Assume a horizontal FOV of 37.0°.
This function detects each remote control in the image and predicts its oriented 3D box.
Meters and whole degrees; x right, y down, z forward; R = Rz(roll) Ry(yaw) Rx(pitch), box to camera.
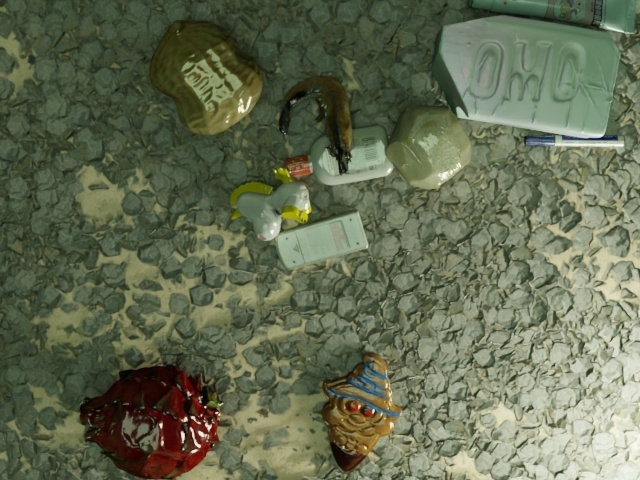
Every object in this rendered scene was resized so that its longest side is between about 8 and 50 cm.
[{"bbox_3d":[0.000,0.000,2.020,0.190,0.029,0.087,-17,100,5],"label":"remote control"}]

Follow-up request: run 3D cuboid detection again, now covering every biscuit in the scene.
[{"bbox_3d":[0.082,0.379,2.095,0.183,0.043,0.280,15,99,2],"label":"biscuit"}]

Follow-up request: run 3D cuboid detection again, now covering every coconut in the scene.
[{"bbox_3d":[0.212,-0.193,1.911,0.161,0.161,0.162,-39,96,9],"label":"coconut"}]

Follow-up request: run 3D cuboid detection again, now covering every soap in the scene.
[{"bbox_3d":[0.395,-0.330,1.890,0.347,0.115,0.208,10,95,0],"label":"soap"}]

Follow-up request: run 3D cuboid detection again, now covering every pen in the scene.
[{"bbox_3d":[0.521,-0.205,1.963,0.204,0.025,0.025,1,102,2],"label":"pen"}]

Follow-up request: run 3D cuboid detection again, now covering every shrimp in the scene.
[{"bbox_3d":[-0.008,-0.228,1.933,0.152,0.046,0.219,-13,77,3],"label":"shrimp"}]

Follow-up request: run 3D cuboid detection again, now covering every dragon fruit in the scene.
[{"bbox_3d":[-0.358,0.379,2.015,0.299,0.244,0.244,12,102,-9],"label":"dragon fruit"}]

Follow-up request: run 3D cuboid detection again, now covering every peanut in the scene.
[{"bbox_3d":[-0.234,-0.333,1.920,0.197,0.110,0.233,-39,100,9],"label":"peanut"}]

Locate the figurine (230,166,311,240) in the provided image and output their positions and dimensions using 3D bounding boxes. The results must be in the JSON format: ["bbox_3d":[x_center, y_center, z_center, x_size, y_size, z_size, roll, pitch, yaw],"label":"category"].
[{"bbox_3d":[-0.107,-0.072,1.983,0.178,0.109,0.129,-25,97,26],"label":"figurine"}]

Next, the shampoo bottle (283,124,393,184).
[{"bbox_3d":[0.035,-0.169,1.973,0.221,0.051,0.108,-10,98,4],"label":"shampoo bottle"}]

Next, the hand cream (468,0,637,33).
[{"bbox_3d":[0.462,-0.469,1.901,0.331,0.058,0.085,6,85,-4],"label":"hand cream"}]
